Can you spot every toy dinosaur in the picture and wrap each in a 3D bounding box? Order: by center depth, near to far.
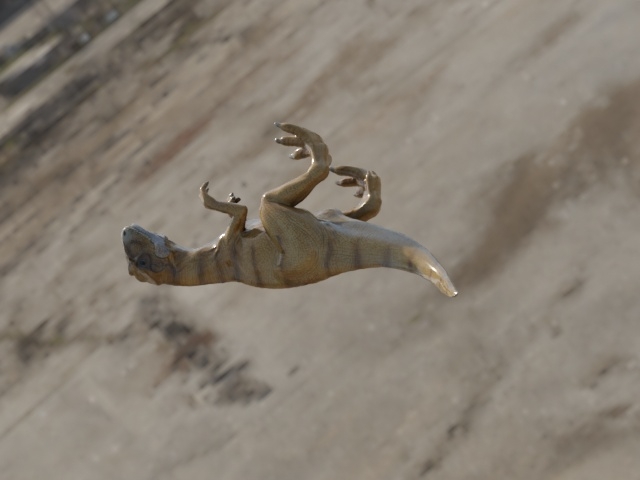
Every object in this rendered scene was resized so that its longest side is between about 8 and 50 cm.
[{"bbox_3d":[0.000,0.000,0.858,0.211,0.064,0.112,-2,52,31],"label":"toy dinosaur"}]
